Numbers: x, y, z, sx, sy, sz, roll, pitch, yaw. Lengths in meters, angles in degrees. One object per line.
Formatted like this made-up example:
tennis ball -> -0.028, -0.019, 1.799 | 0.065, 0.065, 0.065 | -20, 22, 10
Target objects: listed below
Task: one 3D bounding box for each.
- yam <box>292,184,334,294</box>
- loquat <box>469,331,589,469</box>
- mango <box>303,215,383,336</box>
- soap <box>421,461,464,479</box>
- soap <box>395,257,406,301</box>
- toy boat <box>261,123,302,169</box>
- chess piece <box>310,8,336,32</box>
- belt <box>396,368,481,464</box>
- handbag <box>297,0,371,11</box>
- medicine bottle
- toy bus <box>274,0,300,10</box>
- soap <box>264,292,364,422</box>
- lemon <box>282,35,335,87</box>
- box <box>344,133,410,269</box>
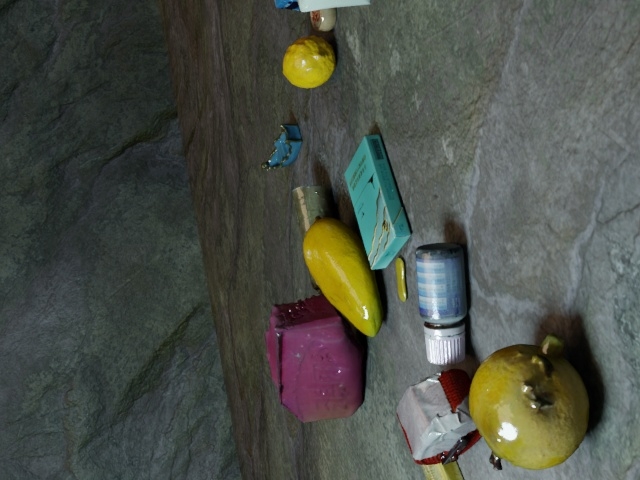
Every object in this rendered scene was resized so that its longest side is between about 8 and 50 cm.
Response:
yam -> 0.000, 0.000, 2.015 | 0.093, 0.093, 0.259 | 152, 109, -70
loquat -> 0.288, 0.220, 1.168 | 0.172, 0.149, 0.205 | -126, 48, -58
mango -> 0.053, 0.071, 1.851 | 0.317, 0.119, 0.177 | 61, 152, 33
soap -> 0.232, 0.448, 1.599 | 0.092, 0.037, 0.252 | 108, 148, -51
soap -> 0.161, 0.079, 1.693 | 0.034, 0.012, 0.089 | -167, 70, -70
toy boat -> -0.107, -0.241, 2.253 | 0.185, 0.077, 0.075 | 123, 135, -63
chess piece -> 0.006, -0.502, 1.872 | 0.083, 0.038, 0.084 | 173, 90, -73
belt -> 0.212, 0.314, 1.458 | 0.201, 0.128, 0.124 | 103, 152, -54
handbag -> 0.006, -0.585, 1.633 | 0.171, 0.151, 0.298 | 88, 172, -45
medicine bottle -> 0.210, 0.109, 1.451 | 0.083, 0.083, 0.203 | -165, 68, -70
toy bus -> -0.062, -0.616, 1.920 | 0.090, 0.106, 0.185 | -178, 80, -69
soap -> -0.013, 0.283, 1.956 | 0.127, 0.220, 0.325 | -111, 17, -52
lemon -> -0.027, -0.396, 1.892 | 0.155, 0.114, 0.114 | 172, 90, -67
box -> 0.113, -0.076, 1.726 | 0.162, 0.041, 0.229 | 118, 141, -61
